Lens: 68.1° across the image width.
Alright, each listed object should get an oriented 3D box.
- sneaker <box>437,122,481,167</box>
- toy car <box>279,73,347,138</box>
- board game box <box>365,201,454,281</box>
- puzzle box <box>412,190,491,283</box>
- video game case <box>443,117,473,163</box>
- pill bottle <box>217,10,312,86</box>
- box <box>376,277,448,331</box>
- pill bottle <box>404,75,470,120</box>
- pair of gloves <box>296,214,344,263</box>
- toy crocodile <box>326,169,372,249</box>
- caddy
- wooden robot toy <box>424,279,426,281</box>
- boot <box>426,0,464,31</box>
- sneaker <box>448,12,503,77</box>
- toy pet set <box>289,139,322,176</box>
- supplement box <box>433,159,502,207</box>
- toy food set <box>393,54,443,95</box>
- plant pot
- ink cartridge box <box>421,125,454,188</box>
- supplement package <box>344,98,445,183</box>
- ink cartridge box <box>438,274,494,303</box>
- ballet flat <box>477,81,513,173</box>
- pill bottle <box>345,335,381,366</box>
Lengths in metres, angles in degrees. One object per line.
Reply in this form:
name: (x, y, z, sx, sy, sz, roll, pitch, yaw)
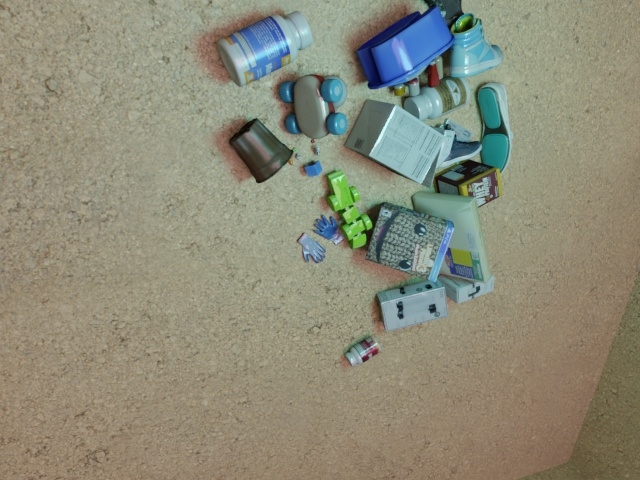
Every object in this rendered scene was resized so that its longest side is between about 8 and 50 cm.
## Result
sneaker: (0.556, -0.406, 1.920, 0.226, 0.086, 0.163, -23, 122, -14)
toy car: (0.024, -0.477, 1.624, 0.238, 0.219, 0.210, -37, 126, -42)
board game box: (0.355, 0.002, 1.894, 0.291, 0.141, 0.231, 17, 105, 10)
puzzle box: (0.555, -0.013, 1.999, 0.052, 0.272, 0.408, -41, 125, -31)
video game case: (0.550, -0.414, 1.978, 0.157, 0.019, 0.143, 18, 102, -31)
pill bottle: (-0.168, -0.604, 1.474, 0.272, 0.152, 0.152, -30, 120, -11)
box: (0.408, 0.286, 2.106, 0.290, 0.087, 0.169, -15, 117, 0)
pill bottle: (0.442, -0.537, 1.808, 0.229, 0.131, 0.131, -26, 119, -14)
pair of gloves: (0.000, 0.000, 1.878, 0.198, 0.023, 0.159, -46, 122, -3)
toy crocodile: (0.105, -0.114, 1.846, 0.115, 0.105, 0.340, -30, 116, -12)
caddy: (0.295, -0.647, 1.632, 0.341, 0.241, 0.179, -36, 115, -8)
wooden robot toy: (0.483, 0.262, 2.207, 0.079, 0.076, 0.173, -16, 119, 22)
boot: (0.426, -0.824, 1.714, 0.263, 0.091, 0.228, -16, 125, -11)
sneaker: (0.586, -0.742, 1.759, 0.319, 0.127, 0.208, -36, 126, -39)
toy pet set: (-0.046, -0.289, 1.713, 0.122, 0.065, 0.114, -29, 120, -12)
supplement box: (0.612, -0.230, 1.978, 0.192, 0.194, 0.129, -27, 120, -14)
toy food set: (0.372, -0.622, 1.740, 0.232, 0.111, 0.104, -31, 133, -15)
plant pot: (-0.205, -0.306, 1.581, 0.167, 0.167, 0.165, -43, 115, -4)
ink cartridge box: (0.430, -0.331, 1.857, 0.056, 0.181, 0.224, 1, 110, -22)
supplement package: (0.273, -0.367, 1.755, 0.263, 0.199, 0.197, 21, 100, -31)
ink cartridge box: (0.677, 0.200, 2.211, 0.209, 0.153, 0.086, -16, 117, -18)
ballet flat: (0.754, -0.475, 1.998, 0.139, 0.139, 0.399, -25, 118, -15)
pill bottle: (0.191, 0.503, 2.138, 0.152, 0.086, 0.086, -29, 120, -12)
